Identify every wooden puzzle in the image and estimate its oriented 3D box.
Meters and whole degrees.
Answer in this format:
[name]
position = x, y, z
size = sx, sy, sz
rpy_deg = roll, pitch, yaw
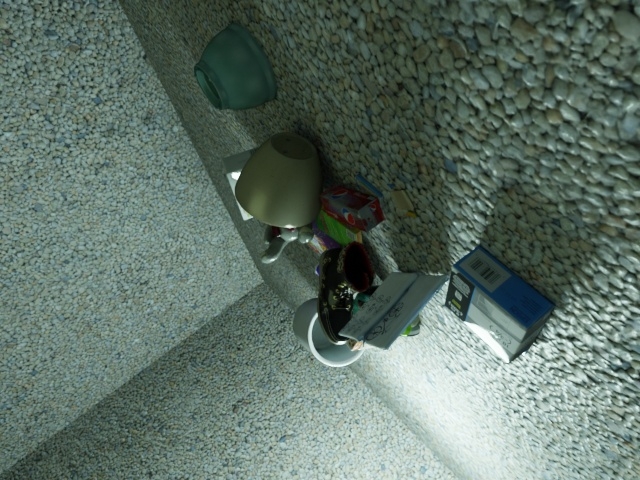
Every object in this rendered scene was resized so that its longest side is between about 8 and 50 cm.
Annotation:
[wooden puzzle]
position = 0.243, -0.120, 1.510
size = 0.078, 0.014, 0.116
rpy_deg = 11, 135, 60

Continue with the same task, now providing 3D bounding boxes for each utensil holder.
[utensil holder]
position = 0.038, 0.467, 2.716
size = 0.328, 0.327, 0.385
rpy_deg = 56, 165, -9

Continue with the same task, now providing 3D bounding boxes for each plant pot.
[plant pot]
position = -0.318, -0.580, 1.795
size = 0.293, 0.196, 0.293
rpy_deg = 48, 163, 19

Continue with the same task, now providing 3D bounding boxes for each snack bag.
[snack bag]
position = 0.230, 0.220, 1.681
size = 0.037, 0.323, 0.342
rpy_deg = 48, 165, -13

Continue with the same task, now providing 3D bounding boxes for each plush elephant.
[plush elephant]
position = -0.165, -0.122, 2.108
size = 0.272, 0.330, 0.255
rpy_deg = -26, 116, 33

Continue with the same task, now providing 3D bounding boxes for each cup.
[cup]
position = -0.127, -0.244, 1.828
size = 0.331, 0.331, 0.237
rpy_deg = 45, 137, 26

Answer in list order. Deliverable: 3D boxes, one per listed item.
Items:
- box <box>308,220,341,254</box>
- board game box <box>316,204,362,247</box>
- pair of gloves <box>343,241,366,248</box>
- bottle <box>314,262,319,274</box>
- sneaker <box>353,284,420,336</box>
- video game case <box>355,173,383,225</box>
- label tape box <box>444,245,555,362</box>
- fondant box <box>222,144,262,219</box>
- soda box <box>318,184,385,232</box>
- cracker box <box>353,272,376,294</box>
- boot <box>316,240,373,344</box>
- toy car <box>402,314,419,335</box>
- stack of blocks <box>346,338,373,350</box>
[box]
position = 0.000, 0.000, 2.278
size = 0.293, 0.057, 0.201
rpy_deg = 34, 161, 55
[board game box]
position = 0.066, -0.046, 1.984
size = 0.259, 0.039, 0.124
rpy_deg = 35, 149, 37
[pair of gloves]
position = 0.085, -0.039, 2.055
size = 0.240, 0.042, 0.204
rpy_deg = 57, 163, -15
[bottle]
position = 0.067, 0.168, 2.384
size = 0.283, 0.118, 0.092
rpy_deg = 24, 147, 58
[sneaker]
position = 0.267, 0.264, 2.045
size = 0.295, 0.124, 0.178
rpy_deg = 14, 113, 19
[video game case]
position = 0.162, -0.134, 1.697
size = 0.119, 0.015, 0.166
rpy_deg = 46, 162, 27
[label tape box]
position = 0.464, 0.202, 1.387
size = 0.240, 0.106, 0.334
rpy_deg = 45, 161, 30
[fondant box]
position = -0.267, -0.253, 2.214
size = 0.330, 0.238, 0.096
rpy_deg = 80, 168, -55
[soda box]
position = 0.102, -0.113, 1.728
size = 0.263, 0.083, 0.092
rpy_deg = 29, 150, 57
[cracker box]
position = 0.111, 0.205, 2.134
size = 0.067, 0.232, 0.156
rpy_deg = 54, 163, 4
[boot]
position = 0.092, 0.191, 1.899
size = 0.284, 0.138, 0.377
rpy_deg = 145, 127, -67
[toy car]
position = 0.254, 0.254, 1.861
size = 0.188, 0.155, 0.149
rpy_deg = -13, 115, 42
[stack of blocks]
position = 0.193, 0.374, 2.202
size = 0.297, 0.087, 0.171
rpy_deg = 7, -150, -49
